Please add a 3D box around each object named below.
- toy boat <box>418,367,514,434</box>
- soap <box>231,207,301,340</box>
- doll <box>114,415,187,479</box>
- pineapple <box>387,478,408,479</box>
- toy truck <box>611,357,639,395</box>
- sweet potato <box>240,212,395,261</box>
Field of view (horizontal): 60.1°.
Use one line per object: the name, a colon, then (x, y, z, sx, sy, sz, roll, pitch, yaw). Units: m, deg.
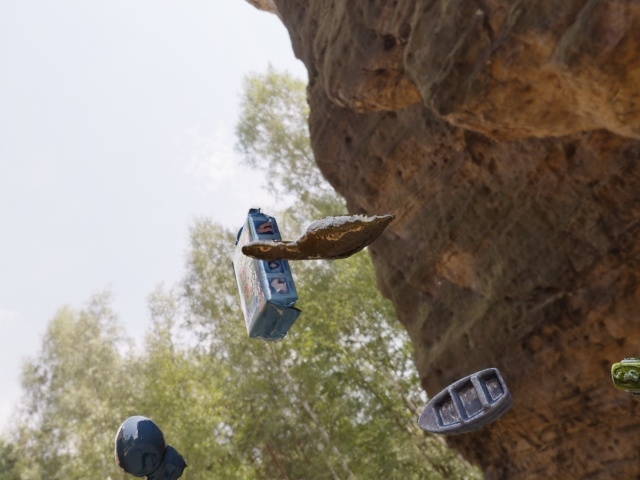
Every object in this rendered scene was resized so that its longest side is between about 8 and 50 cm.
toy boat: (0.401, 0.466, 1.552, 0.283, 0.127, 0.078, -37, -46, 22)
soap: (-0.126, 0.074, 1.200, 0.077, 0.293, 0.156, 2, -43, -25)
doll: (-0.174, 0.213, 0.556, 0.050, 0.076, 0.083, -31, -64, -2)
pineapple: (0.243, 0.670, 1.086, 0.209, 0.286, 0.345, 26, -102, -61)
toy truck: (0.629, 0.263, 1.077, 0.076, 0.076, 0.111, 10, -17, -36)
sweet potato: (-0.002, 0.002, 0.924, 0.269, 0.075, 0.075, -12, -34, 14)
